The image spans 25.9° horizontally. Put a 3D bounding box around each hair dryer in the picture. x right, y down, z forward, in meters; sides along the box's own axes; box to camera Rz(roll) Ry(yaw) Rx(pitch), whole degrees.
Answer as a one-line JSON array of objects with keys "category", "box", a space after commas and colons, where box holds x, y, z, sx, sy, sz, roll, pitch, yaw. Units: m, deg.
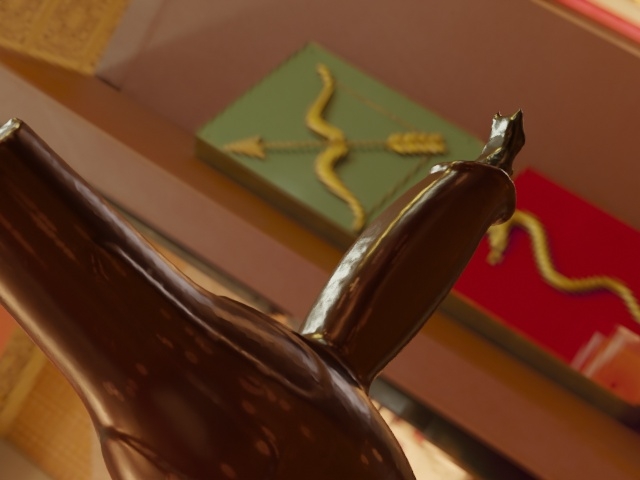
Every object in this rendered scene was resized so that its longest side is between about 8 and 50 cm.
[{"category": "hair dryer", "box": [0.000, 0.000, 0.713, 0.312, 0.123, 0.340, 54, -126, -21]}]
